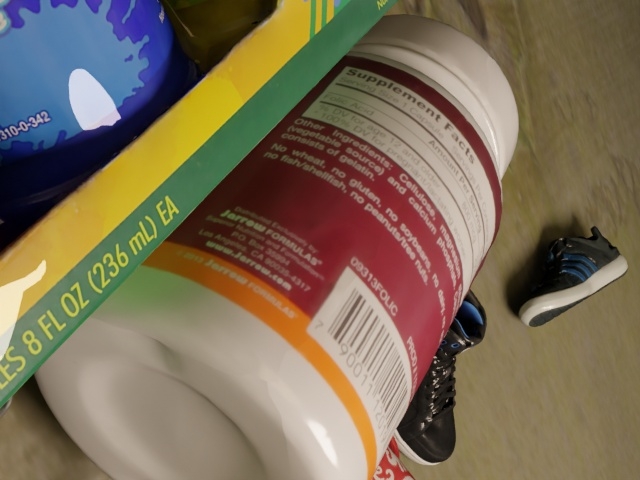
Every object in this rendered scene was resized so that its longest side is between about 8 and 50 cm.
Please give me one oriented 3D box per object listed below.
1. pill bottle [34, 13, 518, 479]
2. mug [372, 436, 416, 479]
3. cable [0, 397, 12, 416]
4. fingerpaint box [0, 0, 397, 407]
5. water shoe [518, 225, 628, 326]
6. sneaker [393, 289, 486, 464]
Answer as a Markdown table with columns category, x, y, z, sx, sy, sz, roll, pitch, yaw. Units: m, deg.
| category | x | y | z | sx | sy | sz | roll | pitch | yaw |
| --- | --- | --- | --- | --- | --- | --- | --- | --- | --- |
| pill bottle | 0.000 | 0.000 | 0.600 | 0.224 | 0.224 | 0.392 | 57 | 44 | -21 |
| mug | 0.011 | 0.196 | 0.698 | 0.113 | 0.150 | 0.169 | -35 | 107 | -1 |
| cable | -0.286 | 0.036 | 0.481 | 0.287 | 0.072 | 0.140 | 9 | 89 | -29 |
| fingerpaint box | -0.175 | -0.159 | 0.334 | 0.445 | 0.163 | 0.371 | -50 | 133 | -32 |
| water shoe | 0.291 | 0.042 | 0.988 | 0.203 | 0.073 | 0.080 | -19 | 71 | -42 |
| sneaker | 0.108 | 0.119 | 0.762 | 0.079 | 0.121 | 0.217 | -29 | 104 | -40 |
